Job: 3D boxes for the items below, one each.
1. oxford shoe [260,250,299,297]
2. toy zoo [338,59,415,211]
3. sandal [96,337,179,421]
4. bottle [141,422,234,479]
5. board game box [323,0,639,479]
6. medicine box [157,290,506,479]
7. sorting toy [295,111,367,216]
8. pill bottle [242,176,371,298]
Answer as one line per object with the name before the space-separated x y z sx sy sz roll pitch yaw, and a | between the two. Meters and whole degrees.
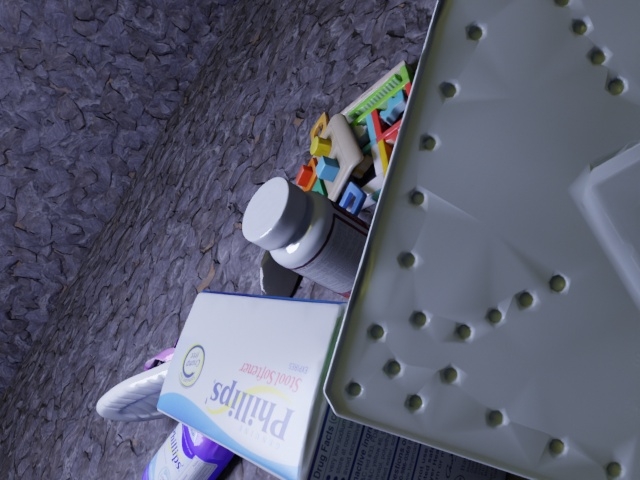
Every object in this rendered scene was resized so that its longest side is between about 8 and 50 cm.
oxford shoe | -0.070 0.022 0.980 0.076 0.076 0.212 93 -176 -75
toy zoo | 0.109 -0.176 0.917 0.192 0.030 0.293 -35 43 31
sandal | -0.242 0.234 0.956 0.416 0.169 0.102 -29 47 19
bottle | -0.200 0.346 0.876 0.283 0.092 0.118 -53 35 11
board game box | 0.241 -0.017 0.346 0.050 0.390 0.389 8 -82 -85
medicine box | 0.020 0.173 0.556 0.263 0.289 0.149 -3 63 50
sorting toy | -0.003 -0.130 0.969 0.196 0.047 0.347 -57 29 31
pill bottle | 0.000 0.000 0.762 0.121 0.221 0.121 -30 45 35
